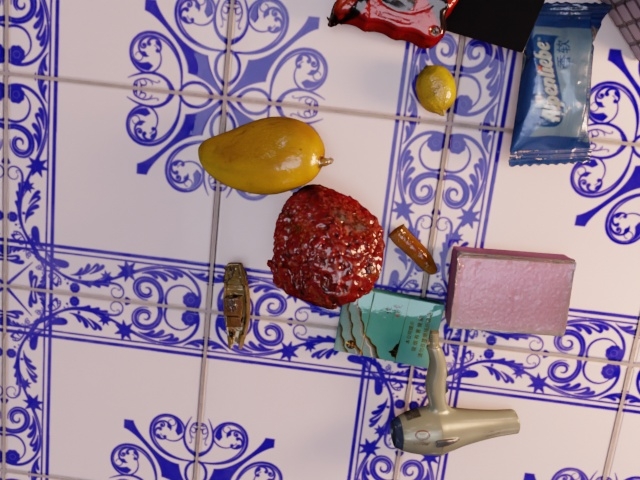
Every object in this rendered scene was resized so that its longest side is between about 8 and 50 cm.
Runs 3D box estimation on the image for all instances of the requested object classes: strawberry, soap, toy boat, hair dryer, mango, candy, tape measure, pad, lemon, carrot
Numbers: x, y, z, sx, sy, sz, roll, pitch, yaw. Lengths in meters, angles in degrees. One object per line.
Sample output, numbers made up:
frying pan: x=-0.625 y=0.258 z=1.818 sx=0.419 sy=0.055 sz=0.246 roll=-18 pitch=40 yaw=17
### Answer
strawberry: x=0.000 y=0.000 z=1.220 sx=0.274 sy=0.274 sz=0.220 roll=-24 pitch=123 yaw=8
soap: x=0.419 y=0.112 z=1.303 sx=0.259 sy=0.081 sz=0.181 roll=3 pitch=102 yaw=2
toy boat: x=-0.197 y=0.152 z=1.352 sx=0.064 sy=0.072 sz=0.206 roll=0 pitch=100 yaw=5
hair dryer: x=0.334 y=0.374 z=1.345 sx=0.296 sy=0.119 sz=0.298 roll=16 pitch=103 yaw=-12
mango: x=-0.123 y=-0.182 z=1.244 sx=0.317 sy=0.119 sz=0.176 roll=2 pitch=68 yaw=18
candy: x=0.488 y=-0.317 z=1.198 sx=0.187 sy=0.077 sz=0.331 roll=0 pitch=98 yaw=-1
tape measure: x=0.163 y=-0.527 z=1.178 sx=0.253 sy=0.114 sz=0.260 roll=17 pitch=101 yaw=-1
pad: x=0.350 y=-0.471 z=1.193 sx=0.190 sy=0.004 sz=0.127 roll=27 pitch=103 yaw=25
lemon: x=0.245 y=-0.316 z=1.231 sx=0.082 sy=0.082 sz=0.110 roll=-17 pitch=96 yaw=6
carrot: x=0.217 y=0.023 z=1.318 sx=0.139 sy=0.048 sz=0.048 roll=44 pitch=100 yaw=-8

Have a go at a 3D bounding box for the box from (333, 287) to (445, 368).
box: x=0.157 y=0.199 z=1.354 sx=0.229 sy=0.041 sz=0.162 roll=12 pitch=102 yaw=1

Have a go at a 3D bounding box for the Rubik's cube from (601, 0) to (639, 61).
Rubik's cube: x=0.692 y=-0.501 z=1.090 sx=0.237 sy=0.238 sz=0.237 roll=-35 pitch=97 yaw=11
